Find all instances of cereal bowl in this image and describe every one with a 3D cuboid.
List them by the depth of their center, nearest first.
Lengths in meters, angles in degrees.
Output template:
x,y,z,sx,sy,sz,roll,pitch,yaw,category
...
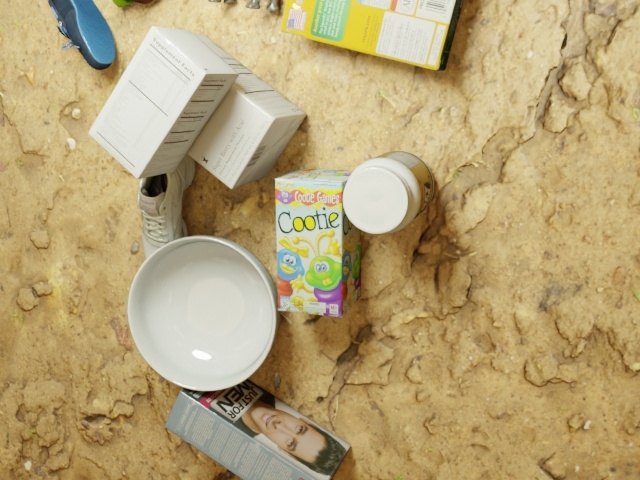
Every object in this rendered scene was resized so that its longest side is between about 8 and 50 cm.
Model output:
x,y,z,sx,sy,sz,roll,pitch,yaw,category
-0.245,0.152,1.560,0.339,0.141,0.338,1,95,9,cereal bowl

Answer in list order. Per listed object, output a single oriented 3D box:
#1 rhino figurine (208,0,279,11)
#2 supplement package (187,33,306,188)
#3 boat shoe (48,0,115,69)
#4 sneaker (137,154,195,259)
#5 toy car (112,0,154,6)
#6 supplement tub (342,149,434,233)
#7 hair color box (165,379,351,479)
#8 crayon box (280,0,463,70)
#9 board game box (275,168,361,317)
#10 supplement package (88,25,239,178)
x,y,z,sx,sy,sz,roll,pitch,yaw,category
-0.194,-0.538,1.427,0.243,0.073,0.106,16,112,18,rhino figurine
-0.214,-0.271,1.443,0.293,0.175,0.177,38,114,8,supplement package
-0.536,-0.483,1.566,0.089,0.109,0.258,-33,74,31,boat shoe
-0.366,-0.063,1.565,0.114,0.152,0.305,14,109,15,sneaker
-0.409,-0.566,1.435,0.155,0.188,0.148,-11,99,22,toy car
0.131,-0.093,1.345,0.144,0.200,0.144,5,105,19,supplement tub
-0.138,0.442,1.584,0.374,0.185,0.113,30,111,11,hair color box
0.103,-0.460,1.330,0.323,0.083,0.203,18,108,15,crayon box
0.000,0.000,1.447,0.142,0.144,0.275,4,105,19,board game box
-0.289,-0.254,1.304,0.139,0.134,0.244,43,113,7,supplement package
